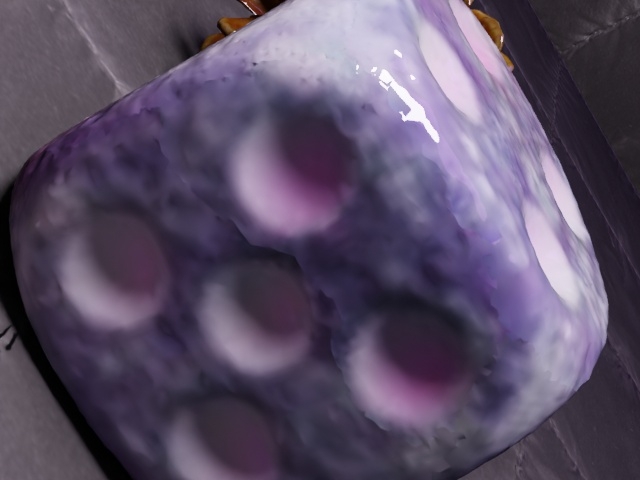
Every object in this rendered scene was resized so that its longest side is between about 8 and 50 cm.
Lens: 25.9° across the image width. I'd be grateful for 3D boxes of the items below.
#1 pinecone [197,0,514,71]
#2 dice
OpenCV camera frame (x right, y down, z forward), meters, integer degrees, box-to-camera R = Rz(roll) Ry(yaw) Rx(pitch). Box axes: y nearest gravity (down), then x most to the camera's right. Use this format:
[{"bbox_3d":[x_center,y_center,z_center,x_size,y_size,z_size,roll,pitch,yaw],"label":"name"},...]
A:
[{"bbox_3d":[0.018,-0.144,1.134,0.264,0.264,0.264,50,24,-31],"label":"pinecone"},{"bbox_3d":[0.000,0.000,0.848,0.271,0.270,0.270,60,20,-9],"label":"dice"}]
